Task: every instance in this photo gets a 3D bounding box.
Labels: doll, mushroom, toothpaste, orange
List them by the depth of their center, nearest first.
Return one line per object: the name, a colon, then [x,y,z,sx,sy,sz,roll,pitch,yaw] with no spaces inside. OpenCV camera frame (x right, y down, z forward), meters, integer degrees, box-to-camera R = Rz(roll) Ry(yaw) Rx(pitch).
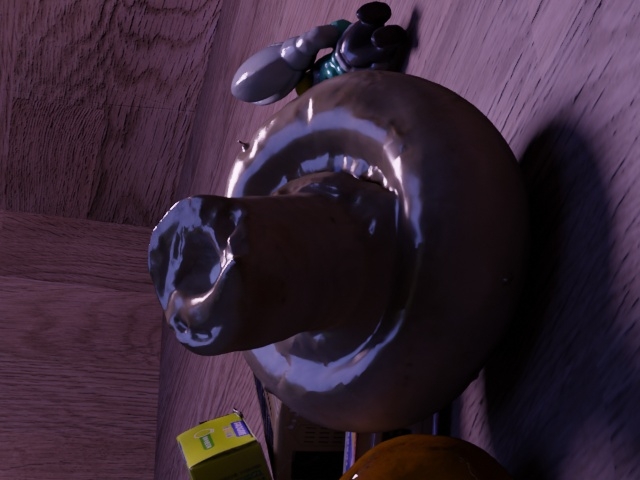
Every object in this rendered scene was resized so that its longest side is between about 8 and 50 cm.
orange: [0.080,0.216,0.907,0.134,0.157,0.156,46,-142,-53]
mushroom: [0.000,0.000,0.981,0.293,0.290,0.292,-6,81,44]
toothpaste: [-0.059,0.346,1.320,0.110,0.077,0.327,-142,33,-75]
doll: [-0.007,-0.177,1.489,0.195,0.153,0.258,44,136,40]

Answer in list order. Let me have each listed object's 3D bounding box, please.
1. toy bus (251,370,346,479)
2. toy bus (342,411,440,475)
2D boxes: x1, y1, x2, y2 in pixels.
toy bus: [-0.006,0.131,1.368,0.289,0.139,0.157,-111,25,-59]
toy bus: [0.059,0.183,1.144,0.112,0.090,0.274,121,155,-76]
